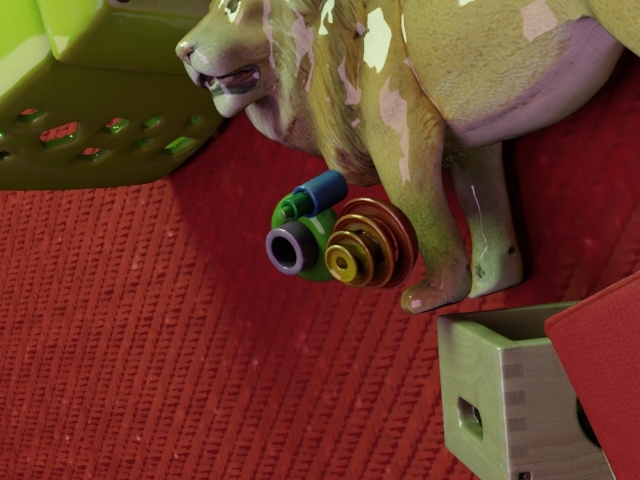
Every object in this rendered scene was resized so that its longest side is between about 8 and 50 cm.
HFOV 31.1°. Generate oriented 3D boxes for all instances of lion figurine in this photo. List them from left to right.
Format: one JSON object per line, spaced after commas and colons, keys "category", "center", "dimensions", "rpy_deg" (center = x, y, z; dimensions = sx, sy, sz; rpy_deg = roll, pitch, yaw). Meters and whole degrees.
{"category": "lion figurine", "center": [0.100, -0.102, 0.569], "dimensions": [0.392, 0.142, 0.240], "rpy_deg": [-20, 84, 41]}

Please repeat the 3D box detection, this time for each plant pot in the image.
{"category": "plant pot", "center": [-0.159, -0.175, 0.775], "dimensions": [0.207, 0.227, 0.228], "rpy_deg": [-25, 77, 40]}

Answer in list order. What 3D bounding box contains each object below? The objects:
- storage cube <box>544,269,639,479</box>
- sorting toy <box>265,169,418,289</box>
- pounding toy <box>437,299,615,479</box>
{"category": "storage cube", "center": [0.229, 0.060, 0.393], "dimensions": [0.193, 0.215, 0.183], "rpy_deg": [-38, 69, 50]}
{"category": "sorting toy", "center": [0.000, 0.000, 0.577], "dimensions": [0.102, 0.042, 0.061], "rpy_deg": [-1, 111, 46]}
{"category": "pounding toy", "center": [0.117, 0.087, 0.534], "dimensions": [0.141, 0.130, 0.100], "rpy_deg": [-156, 61, -81]}
